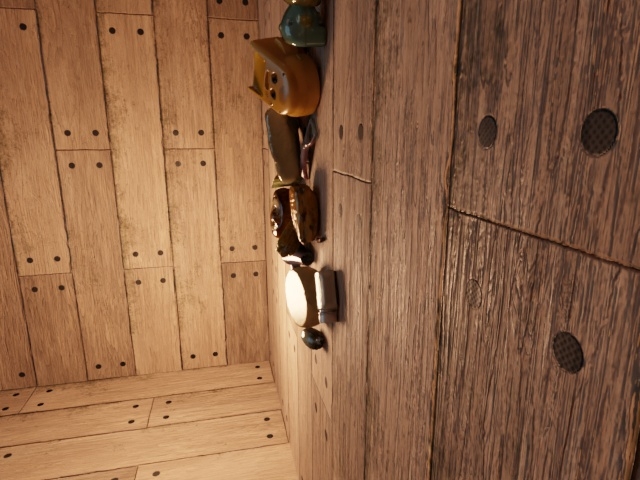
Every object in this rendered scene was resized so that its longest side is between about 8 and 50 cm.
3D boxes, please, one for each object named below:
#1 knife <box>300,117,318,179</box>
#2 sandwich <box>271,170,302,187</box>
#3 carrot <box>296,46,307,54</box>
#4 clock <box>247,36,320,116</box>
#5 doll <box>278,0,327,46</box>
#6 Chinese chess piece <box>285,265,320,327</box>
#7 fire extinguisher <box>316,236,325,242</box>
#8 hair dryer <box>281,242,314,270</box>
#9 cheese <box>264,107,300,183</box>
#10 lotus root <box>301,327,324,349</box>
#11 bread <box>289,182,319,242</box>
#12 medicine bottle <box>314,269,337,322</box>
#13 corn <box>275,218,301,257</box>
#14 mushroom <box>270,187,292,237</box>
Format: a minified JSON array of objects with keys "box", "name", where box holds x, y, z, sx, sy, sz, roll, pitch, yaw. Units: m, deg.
[{"box":[-0.058,-0.365,1.849,0.278,0.053,0.123,104,165,-50],"name":"knife"},{"box":[-0.168,-0.356,2.129,0.117,0.144,0.187,128,137,-68],"name":"sandwich"},{"box":[-0.074,-0.705,1.830,0.061,0.061,0.209,167,96,-77],"name":"carrot"},{"box":[-0.130,-0.612,1.718,0.317,0.200,0.244,54,150,33],"name":"clock"},{"box":[-0.063,-0.801,1.501,0.177,0.162,0.260,-108,17,-54],"name":"doll"},{"box":[-0.058,0.227,1.807,0.251,0.097,0.250,173,90,-67],"name":"Chinese chess piece"},{"box":[0.000,0.000,1.732,0.028,0.022,0.083,-58,10,-8],"name":"fire extinguisher"},{"box":[-0.088,0.180,2.081,0.301,0.121,0.360,-160,58,-67],"name":"hair dryer"},{"box":[-0.152,-0.420,2.000,0.351,0.130,0.328,-72,-26,-79],"name":"cheese"},{"box":[-0.031,0.412,1.861,0.165,0.088,0.088,-163,70,-66],"name":"lotus root"},{"box":[-0.063,-0.117,1.837,0.210,0.099,0.234,-130,33,-73],"name":"bread"},{"box":[0.021,0.200,1.592,0.119,0.070,0.183,147,118,-73],"name":"medicine bottle"},{"box":[-0.127,-0.019,1.981,0.261,0.097,0.097,-69,-8,-45],"name":"corn"},{"box":[-0.175,-0.131,2.188,0.253,0.154,0.252,-175,90,-73],"name":"mushroom"}]
